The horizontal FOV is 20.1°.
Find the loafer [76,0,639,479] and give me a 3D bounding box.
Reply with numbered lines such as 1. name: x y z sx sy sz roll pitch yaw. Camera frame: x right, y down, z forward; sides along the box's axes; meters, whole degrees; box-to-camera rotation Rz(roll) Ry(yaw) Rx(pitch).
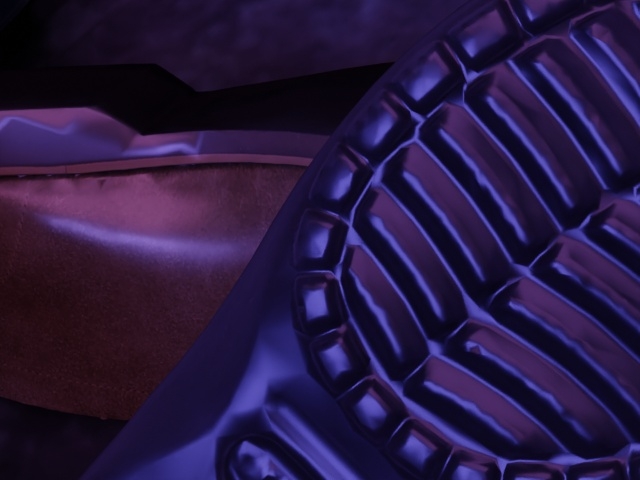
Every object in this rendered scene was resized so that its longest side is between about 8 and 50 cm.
1. loafer: 0.039 0.033 0.521 0.366 0.130 0.134 -41 84 23

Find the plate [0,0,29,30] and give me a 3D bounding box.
1. plate: -0.185 -0.155 0.777 0.188 0.024 0.188 -8 70 22

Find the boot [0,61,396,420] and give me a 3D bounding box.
1. boot: 0.000 0.000 0.623 0.305 0.112 0.115 1 104 18
